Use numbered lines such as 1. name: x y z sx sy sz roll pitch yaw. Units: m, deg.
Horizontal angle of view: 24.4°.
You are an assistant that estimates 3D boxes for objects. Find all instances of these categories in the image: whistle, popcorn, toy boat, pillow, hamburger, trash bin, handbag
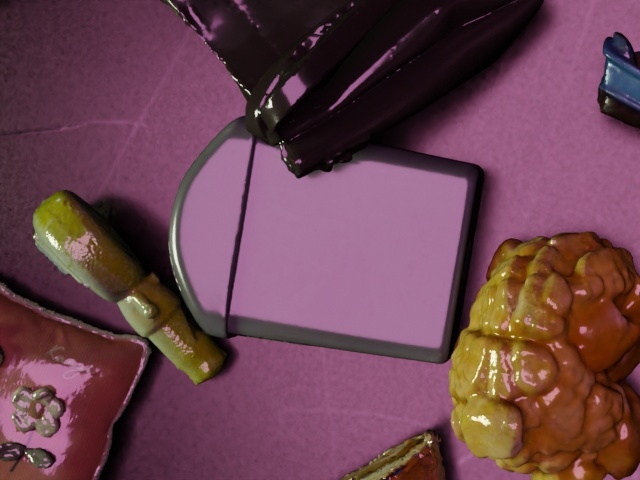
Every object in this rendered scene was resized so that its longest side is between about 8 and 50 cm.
1. whistle: -0.158 0.042 1.206 0.057 0.104 0.198 -42 97 -3
2. popcorn: 0.164 0.094 1.107 0.163 0.140 0.194 -12 100 -18
3. toy boat: 0.312 -0.102 1.092 0.223 0.100 0.097 25 110 10
4. pillow: -0.249 0.131 1.231 0.179 0.075 0.171 21 89 9
5. hamburger: 0.041 0.232 1.162 0.176 0.087 0.102 -33 82 9
6. trash bin: 0.000 0.000 1.165 0.236 0.101 0.177 10 91 10
7. handbag: -0.005 -0.212 1.122 0.257 0.113 0.285 -38 83 -13
